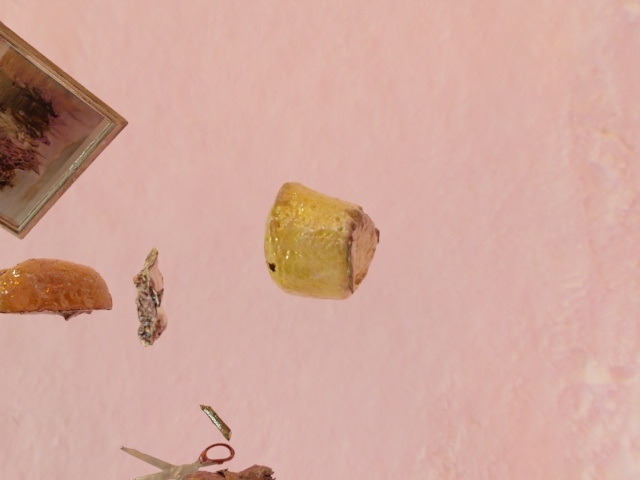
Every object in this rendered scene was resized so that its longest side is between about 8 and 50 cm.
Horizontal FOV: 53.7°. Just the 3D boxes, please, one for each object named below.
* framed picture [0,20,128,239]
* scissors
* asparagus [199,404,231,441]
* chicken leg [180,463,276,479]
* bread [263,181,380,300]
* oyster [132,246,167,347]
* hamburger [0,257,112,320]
[{"bbox_3d":[-0.443,-0.142,0.903,0.217,0.017,0.274,37,109,-28],"label":"framed picture"},{"bbox_3d":[-0.306,0.493,1.345,0.247,0.017,0.144,13,52,-18],"label":"scissors"},{"bbox_3d":[-0.226,0.389,1.371,0.021,0.025,0.108,-39,66,-21],"label":"asparagus"},{"bbox_3d":[-0.181,0.468,1.192,0.125,0.196,0.081,-12,77,25],"label":"chicken leg"},{"bbox_3d":[-0.003,0.003,1.053,0.170,0.197,0.197,10,89,18],"label":"bread"},{"bbox_3d":[-0.456,0.144,1.701,0.083,0.223,0.214,0,125,-10],"label":"oyster"},{"bbox_3d":[-0.561,0.102,1.320,0.124,0.262,0.131,-2,83,40],"label":"hamburger"}]
